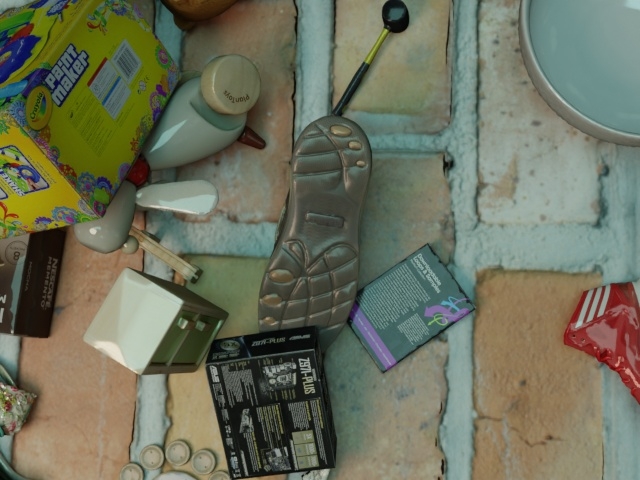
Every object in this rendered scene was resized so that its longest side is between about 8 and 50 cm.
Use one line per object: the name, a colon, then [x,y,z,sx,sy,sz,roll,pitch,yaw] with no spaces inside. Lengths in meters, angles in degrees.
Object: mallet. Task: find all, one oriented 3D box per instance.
mallet: [0.074,-0.266,1.284,0.039,0.062,0.189,32,101,10]

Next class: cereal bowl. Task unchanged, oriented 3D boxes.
cereal bowl: [0.436,-0.285,1.193,0.339,0.141,0.338,-1,83,6]

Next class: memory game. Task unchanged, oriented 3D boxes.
memory game: [-0.208,0.376,1.230,0.186,0.012,0.186,-1,81,6]

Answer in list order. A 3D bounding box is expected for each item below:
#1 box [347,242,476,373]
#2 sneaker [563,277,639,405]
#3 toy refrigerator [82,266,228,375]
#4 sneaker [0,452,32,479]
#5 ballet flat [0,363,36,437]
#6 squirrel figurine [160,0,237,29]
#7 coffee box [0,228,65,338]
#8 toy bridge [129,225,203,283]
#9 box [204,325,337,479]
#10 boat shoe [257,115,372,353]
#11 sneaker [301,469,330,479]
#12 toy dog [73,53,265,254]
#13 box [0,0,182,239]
box: [0.121,0.095,1.228,0.162,0.029,0.116,-35,81,1]
sneaker: [0.400,0.166,1.175,0.128,0.087,0.221,-9,69,13]
toy refrigerator: [-0.201,0.113,1.135,0.094,0.269,0.102,30,85,9]
sneaker: [-0.429,0.383,1.209,0.091,0.094,0.258,-45,80,3]
ballet flat: [-0.515,0.190,1.262,0.241,0.091,0.077,38,57,5]
squirrel figurine: [-0.278,-0.475,1.237,0.397,0.281,0.370,-21,96,-10]
coffee box: [-0.541,0.042,1.255,0.297,0.119,0.168,7,82,7]
toy bridge: [-0.252,0.002,1.260,0.188,0.063,0.026,34,86,10]
box: [-0.063,0.218,1.170,0.148,0.077,0.180,-9,108,5]
boat shoe: [0.000,0.000,1.207,0.132,0.130,0.355,15,105,-1]
sneaker: [-0.007,0.326,1.207,0.037,0.032,0.083,19,84,8]
toy dog: [-0.191,-0.105,1.220,0.333,0.220,0.161,-47,118,-2]
box: [-0.380,-0.163,1.131,0.279,0.177,0.290,-10,42,28]
